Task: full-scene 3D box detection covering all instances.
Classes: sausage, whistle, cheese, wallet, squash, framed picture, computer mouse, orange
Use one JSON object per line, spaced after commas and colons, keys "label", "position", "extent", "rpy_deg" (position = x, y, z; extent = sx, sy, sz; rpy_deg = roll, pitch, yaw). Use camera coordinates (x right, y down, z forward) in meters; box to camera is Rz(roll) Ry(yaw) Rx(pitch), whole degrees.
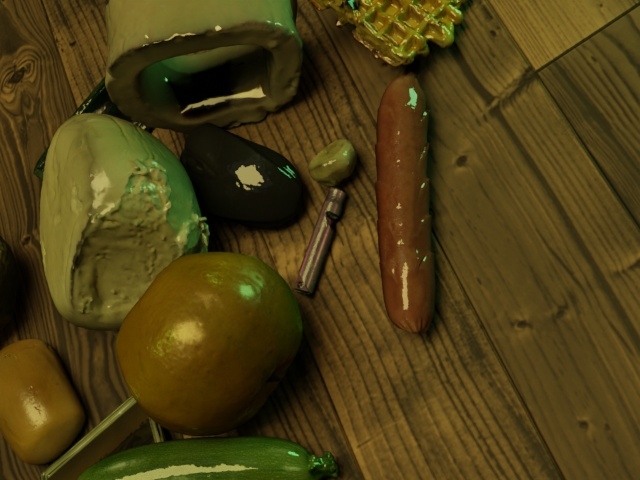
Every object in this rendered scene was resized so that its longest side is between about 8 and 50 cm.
{"label": "sausage", "position": [0.125, -0.065, 1.533], "extent": [0.088, 0.088, 0.433], "rpy_deg": [-11, 63, 25]}
{"label": "whistle", "position": [0.000, 0.000, 1.606], "extent": [0.033, 0.033, 0.176], "rpy_deg": [12, 76, 33]}
{"label": "cheese", "position": [-0.181, -0.313, 1.692], "extent": [0.332, 0.292, 0.153], "rpy_deg": [-11, 65, 15]}
{"label": "wallet", "position": [-0.411, -0.181, 1.906], "extent": [0.160, 0.055, 0.236], "rpy_deg": [35, 88, 29]}
{"label": "squash", "position": [-0.172, 0.335, 1.476], "extent": [0.395, 0.107, 0.107], "rpy_deg": [-7, 65, 6]}
{"label": "framed picture", "position": [-0.344, 0.361, 1.625], "extent": [0.252, 0.014, 0.197], "rpy_deg": [-41, 38, 8]}
{"label": "computer mouse", "position": [-0.149, -0.105, 1.686], "extent": [0.269, 0.086, 0.138], "rpy_deg": [25, 99, 35]}
{"label": "orange", "position": [-0.161, 0.144, 1.490], "extent": [0.235, 0.279, 0.279], "rpy_deg": [33, 88, 13]}

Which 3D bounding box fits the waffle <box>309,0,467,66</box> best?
{"label": "waffle", "position": [0.092, -0.405, 1.649], "extent": [0.283, 0.065, 0.309], "rpy_deg": [-2, 64, -3]}

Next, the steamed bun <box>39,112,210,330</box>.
{"label": "steamed bun", "position": [-0.312, -0.037, 1.656], "extent": [0.312, 0.233, 0.334], "rpy_deg": [62, 140, 43]}

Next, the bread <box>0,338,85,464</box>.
{"label": "bread", "position": [-0.489, 0.266, 1.734], "extent": [0.147, 0.098, 0.217], "rpy_deg": [-49, 54, 8]}

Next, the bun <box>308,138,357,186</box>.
{"label": "bun", "position": [0.024, -0.118, 1.625], "extent": [0.086, 0.055, 0.086], "rpy_deg": [-32, 20, 14]}

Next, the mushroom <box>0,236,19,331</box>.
{"label": "mushroom", "position": [-0.624, 0.105, 1.831], "extent": [0.164, 0.190, 0.267], "rpy_deg": [2, 42, 9]}
